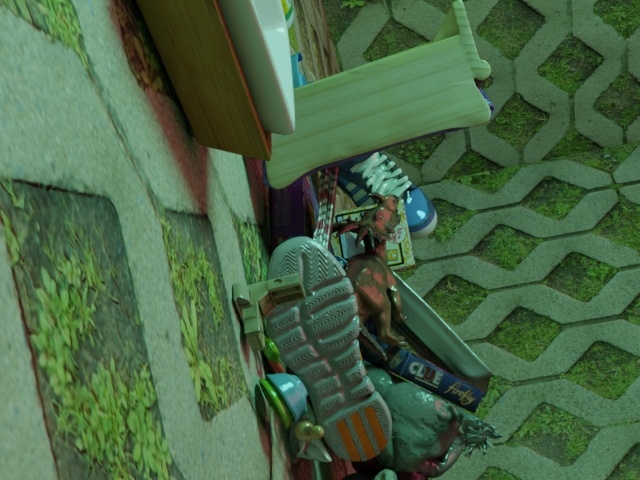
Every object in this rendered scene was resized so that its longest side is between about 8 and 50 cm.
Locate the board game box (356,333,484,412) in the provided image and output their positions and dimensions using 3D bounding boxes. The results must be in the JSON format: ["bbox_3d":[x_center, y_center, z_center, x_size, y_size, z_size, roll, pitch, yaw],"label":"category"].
[{"bbox_3d":[0.142,0.210,1.623,0.042,0.165,0.243,-63,-153,-5],"label":"board game box"}]

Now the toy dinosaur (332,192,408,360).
[{"bbox_3d":[0.062,0.064,1.513,0.296,0.127,0.200,-75,156,-58],"label":"toy dinosaur"}]

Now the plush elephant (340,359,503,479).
[{"bbox_3d":[0.118,0.358,1.526,0.272,0.255,0.330,30,-6,-35],"label":"plush elephant"}]

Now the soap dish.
[{"bbox_3d":[-0.115,-0.258,1.028,0.291,0.118,0.229,72,10,-48],"label":"soap dish"}]

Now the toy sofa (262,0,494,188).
[{"bbox_3d":[0.063,-0.202,1.397,0.150,0.362,0.177,-30,102,-83],"label":"toy sofa"}]

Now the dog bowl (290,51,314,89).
[{"bbox_3d":[-0.044,-0.230,1.765,0.297,0.074,0.166,49,30,-75],"label":"dog bowl"}]

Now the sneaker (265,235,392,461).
[{"bbox_3d":[-0.011,0.138,1.316,0.180,0.124,0.321,-145,-143,-72],"label":"sneaker"}]

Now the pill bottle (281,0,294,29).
[{"bbox_3d":[-0.112,-0.357,1.216,0.117,0.117,0.208,-94,171,-46],"label":"pill bottle"}]

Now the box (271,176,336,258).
[{"bbox_3d":[-0.021,0.028,1.602,0.293,0.057,0.201,72,12,-48],"label":"box"}]

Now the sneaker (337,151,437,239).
[{"bbox_3d":[0.108,-0.156,2.069,0.323,0.130,0.236,41,-15,32],"label":"sneaker"}]

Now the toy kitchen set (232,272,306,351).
[{"bbox_3d":[-0.059,0.073,1.141,0.083,0.075,0.068,-99,173,-51],"label":"toy kitchen set"}]

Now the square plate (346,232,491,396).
[{"bbox_3d":[0.172,0.154,1.765,0.347,0.049,0.344,45,-5,17],"label":"square plate"}]

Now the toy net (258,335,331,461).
[{"bbox_3d":[-0.041,0.220,1.234,0.122,0.045,0.232,48,-17,37],"label":"toy net"}]

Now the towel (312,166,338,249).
[{"bbox_3d":[0.000,0.000,1.412,0.144,0.029,0.197,92,5,-58],"label":"towel"}]

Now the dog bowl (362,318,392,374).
[{"bbox_3d":[0.083,0.278,1.873,0.265,0.104,0.265,-11,90,-83],"label":"dog bowl"}]

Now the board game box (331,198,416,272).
[{"bbox_3d":[0.092,0.003,2.008,0.045,0.193,0.147,50,30,-76],"label":"board game box"}]
